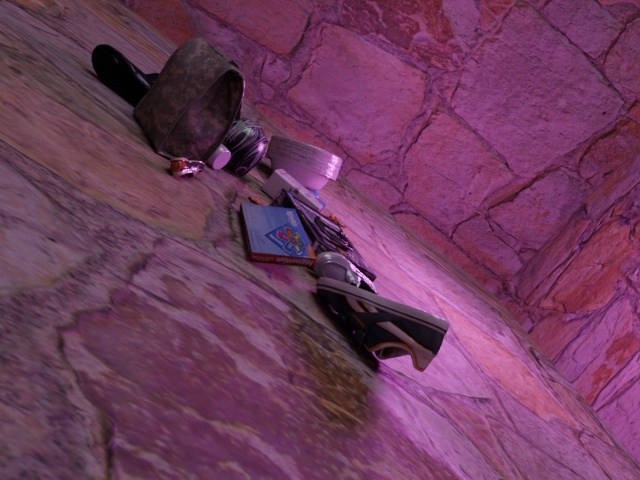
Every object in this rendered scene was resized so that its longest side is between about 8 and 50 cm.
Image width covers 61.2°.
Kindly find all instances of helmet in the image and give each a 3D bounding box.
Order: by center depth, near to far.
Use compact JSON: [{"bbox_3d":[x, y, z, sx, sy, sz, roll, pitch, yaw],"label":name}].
[{"bbox_3d":[-0.246,-0.296,1.658,0.169,0.161,0.169,38,13,-10],"label":"helmet"}]

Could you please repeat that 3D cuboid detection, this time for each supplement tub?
[{"bbox_3d":[-0.317,-0.262,1.552,0.107,0.071,0.071,44,13,15],"label":"supplement tub"}]

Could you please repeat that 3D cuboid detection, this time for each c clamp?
[{"bbox_3d":[0.033,-0.024,1.498,0.160,0.022,0.137,28,22,-49],"label":"c clamp"}]

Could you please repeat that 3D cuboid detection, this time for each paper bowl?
[{"bbox_3d":[-0.072,-0.283,2.037,0.284,0.148,0.284,20,4,-1],"label":"paper bowl"}]

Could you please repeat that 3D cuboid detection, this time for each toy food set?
[{"bbox_3d":[0.063,-0.073,2.100,0.082,0.020,0.083,43,12,12],"label":"toy food set"}]

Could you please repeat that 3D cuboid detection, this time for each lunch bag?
[{"bbox_3d":[-0.321,-0.363,1.397,0.169,0.287,0.235,25,18,-47],"label":"lunch bag"}]

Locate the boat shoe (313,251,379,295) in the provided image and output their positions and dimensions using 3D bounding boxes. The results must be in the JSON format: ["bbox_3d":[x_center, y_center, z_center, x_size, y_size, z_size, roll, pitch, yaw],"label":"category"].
[{"bbox_3d":[0.076,0.104,1.388,0.227,0.079,0.081,34,9,-36],"label":"boat shoe"}]

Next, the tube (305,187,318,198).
[{"bbox_3d":[-0.095,-0.185,1.989,0.207,0.052,0.080,20,10,-45],"label":"tube"}]

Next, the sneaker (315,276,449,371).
[{"bbox_3d":[0.107,0.177,1.171,0.321,0.127,0.126,18,-8,34],"label":"sneaker"}]

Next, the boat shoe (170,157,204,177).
[{"bbox_3d":[-0.319,-0.172,1.302,0.137,0.049,0.043,-12,95,-77],"label":"boat shoe"}]

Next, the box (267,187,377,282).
[{"bbox_3d":[0.000,0.000,1.538,0.242,0.076,0.307,31,15,-35],"label":"box"}]

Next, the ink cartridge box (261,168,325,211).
[{"bbox_3d":[-0.085,-0.143,1.778,0.190,0.082,0.139,39,12,1],"label":"ink cartridge box"}]

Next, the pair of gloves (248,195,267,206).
[{"bbox_3d":[-0.169,-0.096,1.537,0.074,0.010,0.083,30,17,-38],"label":"pair of gloves"}]

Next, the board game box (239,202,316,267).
[{"bbox_3d":[-0.108,-0.018,1.271,0.145,0.027,0.281,5,24,-15],"label":"board game box"}]

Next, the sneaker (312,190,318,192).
[{"bbox_3d":[-0.078,-0.258,2.248,0.081,0.080,0.211,49,5,-49],"label":"sneaker"}]

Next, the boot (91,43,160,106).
[{"bbox_3d":[-0.531,-0.467,1.584,0.246,0.094,0.207,43,15,-14],"label":"boot"}]
